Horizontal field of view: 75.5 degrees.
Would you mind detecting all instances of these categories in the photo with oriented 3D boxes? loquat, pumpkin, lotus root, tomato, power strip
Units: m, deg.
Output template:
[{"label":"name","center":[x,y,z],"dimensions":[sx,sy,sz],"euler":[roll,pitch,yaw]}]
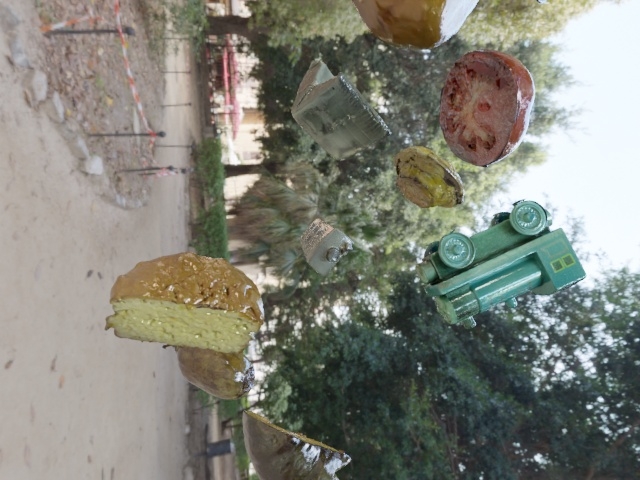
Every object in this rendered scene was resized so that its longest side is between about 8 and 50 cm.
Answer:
[{"label":"loquat","center":[0.077,-0.212,0.304],"dimensions":[0.137,0.112,0.137],"euler":[14,90,-72]},{"label":"pumpkin","center":[-0.090,0.429,0.805],"dimensions":[0.253,0.149,0.131],"euler":[6,-114,39]},{"label":"lotus root","center":[-0.277,0.311,1.049],"dimensions":[0.128,0.260,0.145],"euler":[-52,147,-38]},{"label":"tomato","center":[0.334,-0.262,0.825],"dimensions":[0.225,0.084,0.225],"euler":[46,-36,50]},{"label":"power strip","center":[0.002,0.002,0.827],"dimensions":[0.048,0.080,0.286],"euler":[42,2,-10]}]

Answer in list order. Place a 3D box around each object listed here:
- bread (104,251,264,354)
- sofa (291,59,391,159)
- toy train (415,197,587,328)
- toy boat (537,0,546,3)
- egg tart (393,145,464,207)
[{"label":"bread","center":[-0.213,0.098,0.675],"dimensions":[0.140,0.228,0.143],"euler":[-100,-151,-52]},{"label":"sofa","center":[0.057,-0.356,1.064],"dimensions":[0.176,0.210,0.226],"euler":[-27,-145,36]},{"label":"toy train","center":[0.342,0.049,0.807],"dimensions":[0.120,0.298,0.194],"euler":[103,-37,-80]},{"label":"toy boat","center":[0.219,-0.334,0.421],"dimensions":[0.046,0.080,0.229],"euler":[42,7,27]},{"label":"egg tart","center":[0.304,-0.169,1.212],"dimensions":[0.241,0.106,0.241],"euler":[40,-14,12]}]
